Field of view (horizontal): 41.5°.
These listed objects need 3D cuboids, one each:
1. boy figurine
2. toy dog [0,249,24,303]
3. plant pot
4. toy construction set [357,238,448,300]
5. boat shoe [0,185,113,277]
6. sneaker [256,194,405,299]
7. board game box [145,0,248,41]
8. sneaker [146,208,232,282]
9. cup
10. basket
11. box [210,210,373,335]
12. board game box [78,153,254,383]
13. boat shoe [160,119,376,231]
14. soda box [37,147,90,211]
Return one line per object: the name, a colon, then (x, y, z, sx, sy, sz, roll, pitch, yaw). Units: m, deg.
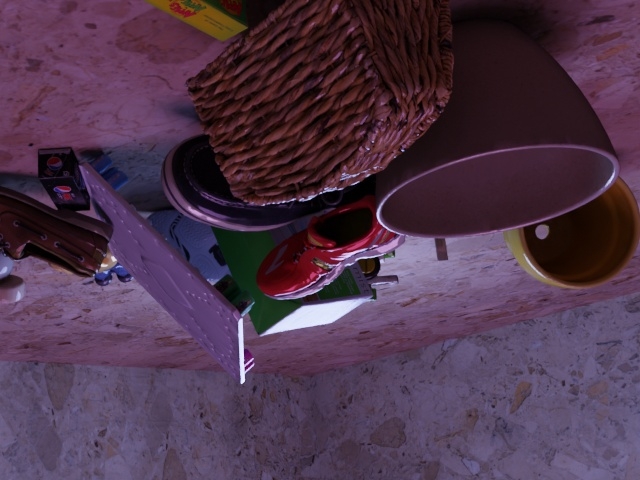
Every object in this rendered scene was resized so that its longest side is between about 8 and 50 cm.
boy figurine: (-0.505, 0.029, 1.802, 0.177, 0.092, 0.285, -10, 161, 11)
toy dog: (-0.741, 0.036, 1.640, 0.334, 0.220, 0.161, 18, -177, -38)
plant pot: (0.497, -0.027, 1.765, 0.254, 0.253, 0.239, -5, 178, -5)
toy construction set: (0.131, 0.019, 1.751, 0.309, 0.237, 0.257, -1, 162, -19)
boat shoe: (-0.531, -0.019, 1.498, 0.307, 0.104, 0.110, 16, 161, -7)
sneaker: (0.000, 0.000, 1.327, 0.279, 0.107, 0.118, -30, 154, 21)
board game box: (-0.156, -0.293, 0.907, 0.043, 0.092, 0.181, -18, 159, 34)
sneaker: (-0.196, 0.038, 1.798, 0.366, 0.137, 0.210, 17, 173, -5)
cup: (0.225, -0.167, 1.195, 0.331, 0.236, 0.331, -8, 161, -3)
basket: (0.026, -0.177, 1.033, 0.299, 0.213, 0.223, -26, 179, 44)
box: (-0.057, 0.026, 1.574, 0.127, 0.261, 0.231, -36, 160, 32)
board game box: (-0.265, 0.062, 1.542, 0.050, 0.390, 0.390, -42, 164, -21)
boat shoe: (-0.011, -0.122, 1.370, 0.500, 0.186, 0.156, -3, 158, -28)
soda box: (-0.443, -0.102, 1.471, 0.060, 0.053, 0.169, -5, 163, -6)
